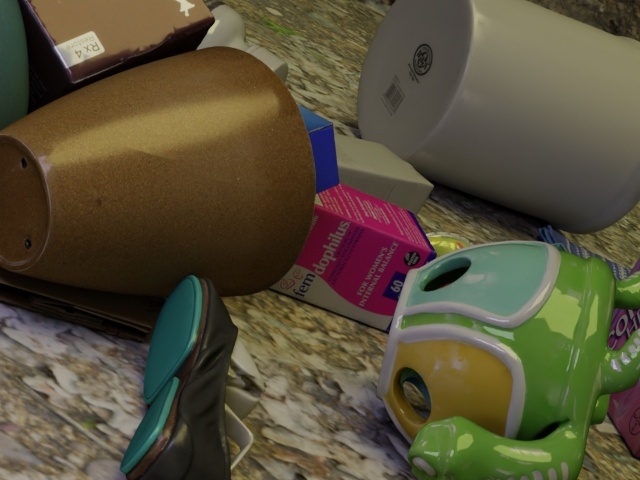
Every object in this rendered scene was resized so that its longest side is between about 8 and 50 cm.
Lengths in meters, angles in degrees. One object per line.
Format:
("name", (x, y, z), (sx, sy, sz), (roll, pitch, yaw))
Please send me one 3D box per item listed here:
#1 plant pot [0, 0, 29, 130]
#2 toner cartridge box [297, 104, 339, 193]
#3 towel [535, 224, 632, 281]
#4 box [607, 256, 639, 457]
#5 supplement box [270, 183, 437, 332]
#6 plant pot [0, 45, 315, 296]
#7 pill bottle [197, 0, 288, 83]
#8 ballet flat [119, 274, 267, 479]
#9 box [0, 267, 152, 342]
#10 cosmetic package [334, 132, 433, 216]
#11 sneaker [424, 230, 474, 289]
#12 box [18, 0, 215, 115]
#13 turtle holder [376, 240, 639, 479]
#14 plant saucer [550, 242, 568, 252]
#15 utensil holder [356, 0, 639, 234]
("plant pot", (-0.370, -0.149, 1.412), (0.195, 0.290, 0.290), (50, 2, -36))
("toner cartridge box", (-0.146, -0.121, 1.723), (0.165, 0.075, 0.348), (-23, 34, -29))
("towel", (0.489, 0.094, 2.396), (0.336, 0.040, 0.243), (22, 19, -21))
("box", (0.436, 0.131, 1.911), (0.117, 0.214, 0.243), (24, 18, -17))
("supplement box", (0.000, 0.000, 1.772), (0.220, 0.111, 0.114), (21, 20, -22))
("plant pot", (-0.176, -0.050, 1.427), (0.254, 0.237, 0.237), (-10, 40, -46))
("pill bottle", (-0.207, -0.251, 2.048), (0.318, 0.176, 0.176), (31, 17, 9))
("ballet flat", (-0.099, 0.132, 1.301), (0.096, 0.095, 0.280), (35, 26, -15))
("box", (-0.253, 0.016, 1.485), (0.164, 0.021, 0.201), (19, 20, -29))
("cosmetic package", (0.029, -0.081, 2.096), (0.231, 0.085, 0.117), (11, 25, -49))
("sneaker", (0.188, 0.057, 1.959), (0.208, 0.081, 0.094), (22, 21, -23))
("box", (-0.239, -0.206, 1.563), (0.168, 0.203, 0.167), (-28, 81, -31))
("turtle holder", (0.168, 0.143, 1.509), (0.227, 0.243, 0.320), (15, 57, 5))
("plant saucer", (0.336, 0.054, 2.259), (0.067, 0.018, 0.192), (-9, 24, -6))
("utensil holder", (0.297, -0.216, 2.492), (0.385, 0.328, 0.327), (18, 21, -30))
